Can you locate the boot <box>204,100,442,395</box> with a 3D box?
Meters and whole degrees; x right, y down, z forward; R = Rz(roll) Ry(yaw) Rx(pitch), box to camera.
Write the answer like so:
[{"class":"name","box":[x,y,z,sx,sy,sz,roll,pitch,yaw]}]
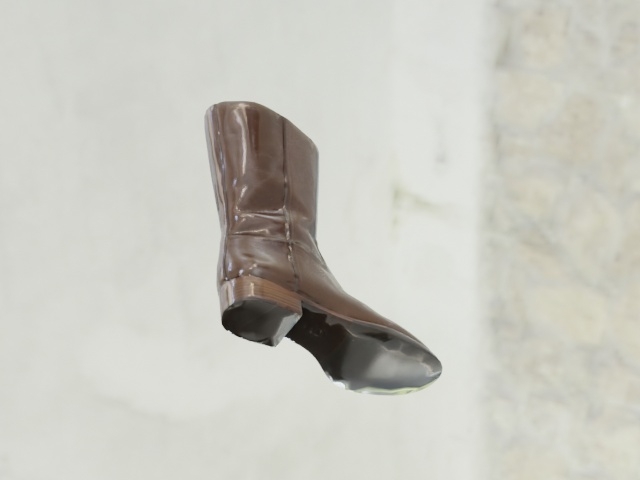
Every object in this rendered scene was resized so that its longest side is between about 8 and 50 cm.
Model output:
[{"class":"boot","box":[0.000,0.000,0.709,0.106,0.037,0.114,27,-143,-32]}]
